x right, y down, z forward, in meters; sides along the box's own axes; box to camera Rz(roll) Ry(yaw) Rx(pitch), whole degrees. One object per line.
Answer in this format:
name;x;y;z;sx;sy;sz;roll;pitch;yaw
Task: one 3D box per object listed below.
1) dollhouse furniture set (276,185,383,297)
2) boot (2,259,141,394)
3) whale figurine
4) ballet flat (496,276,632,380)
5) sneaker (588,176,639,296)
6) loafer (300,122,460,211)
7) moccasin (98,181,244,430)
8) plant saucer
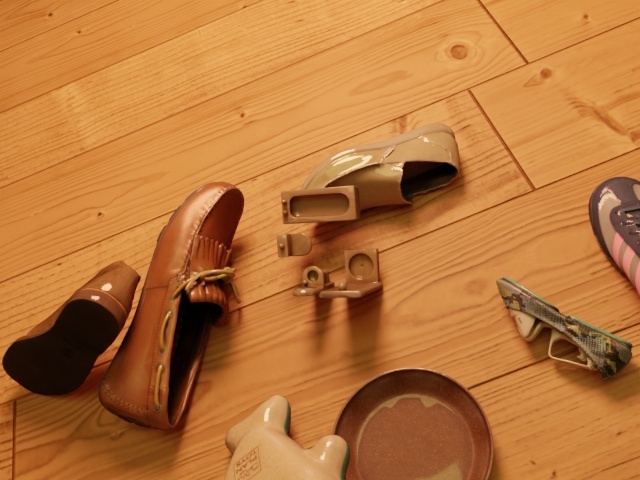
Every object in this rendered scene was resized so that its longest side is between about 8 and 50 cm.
dollhouse furniture set;0.000;0.000;0.923;0.144;0.123;0.151;-3;92;19
boot;-0.363;0.135;0.972;0.305;0.112;0.115;-35;21;32
whale figurine;-0.042;0.312;0.778;0.216;0.141;0.272;-40;29;6
ballet flat;0.292;0.112;0.827;0.188;0.070;0.070;31;71;36
sneaker;0.428;0.020;0.797;0.112;0.131;0.318;-20;53;6
loafer;0.096;-0.096;1.010;0.269;0.102;0.092;-25;47;1
moccasin;-0.187;0.085;0.960;0.147;0.139;0.379;8;60;23
plant saucer;0.112;0.255;0.805;0.199;0.036;0.198;-9;55;13
